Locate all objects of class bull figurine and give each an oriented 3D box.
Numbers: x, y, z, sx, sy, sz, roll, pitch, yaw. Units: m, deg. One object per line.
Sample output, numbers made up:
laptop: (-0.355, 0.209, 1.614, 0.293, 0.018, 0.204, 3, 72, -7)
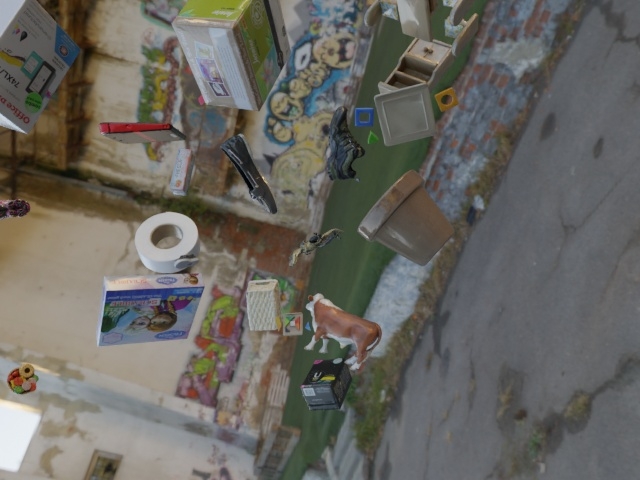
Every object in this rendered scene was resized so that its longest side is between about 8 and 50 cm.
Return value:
bull figurine: (0.054, 0.303, 1.851, 0.101, 0.310, 0.189, 21, -93, -58)

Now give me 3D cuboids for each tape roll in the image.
tape roll: (-0.700, 0.007, 2.530, 0.100, 0.286, 0.286, 94, -174, -53)

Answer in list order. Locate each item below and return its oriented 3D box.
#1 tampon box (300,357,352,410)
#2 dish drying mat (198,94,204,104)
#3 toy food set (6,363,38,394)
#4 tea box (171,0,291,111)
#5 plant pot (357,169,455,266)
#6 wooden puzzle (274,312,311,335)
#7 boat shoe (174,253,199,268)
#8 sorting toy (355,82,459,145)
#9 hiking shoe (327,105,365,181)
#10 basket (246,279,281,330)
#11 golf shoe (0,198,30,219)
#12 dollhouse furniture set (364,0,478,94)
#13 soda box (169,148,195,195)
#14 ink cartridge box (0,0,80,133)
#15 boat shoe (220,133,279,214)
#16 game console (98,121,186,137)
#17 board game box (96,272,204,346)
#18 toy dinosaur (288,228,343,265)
tampon box: (0.024, 0.502, 1.927, 0.102, 0.120, 0.161, 70, -154, -19)
dish drying mat: (-0.443, -0.556, 2.118, 0.083, 0.008, 0.032, -29, 78, 40)
toy food set: (-0.846, 0.397, 1.562, 0.020, 0.083, 0.083, -32, -6, 32)
tea box: (-0.275, -0.664, 1.816, 0.329, 0.219, 0.324, 74, -147, -55)
plant pot: (0.281, -0.050, 1.688, 0.263, 0.229, 0.263, -46, -10, -11)
wooden puzzle: (-0.091, 0.273, 1.792, 0.014, 0.116, 0.079, 46, -146, -68)
boat shoe: (-0.511, 0.075, 2.069, 0.049, 0.040, 0.142, -43, -11, 14)
sorting toy: (0.290, -0.427, 1.858, 0.047, 0.347, 0.196, -83, -22, -54)
hiking shoe: (0.083, -0.294, 1.683, 0.086, 0.114, 0.227, -66, -20, -73)
basket: (-0.206, 0.235, 1.983, 0.103, 0.113, 0.167, -76, -17, -78)
golf shoe: (-1.031, -0.095, 1.753, 0.086, 0.186, 0.068, 6, 99, 56)
dollhouse furniture set: (0.305, -0.674, 1.838, 0.257, 0.362, 0.394, -54, -28, -11)
soda box: (-0.554, -0.275, 2.207, 0.063, 0.058, 0.183, 78, -162, -70)
ink cartridge box: (-0.779, -0.439, 1.340, 0.270, 0.197, 0.198, -67, -20, -14)
boat shoe: (-0.271, -0.237, 2.088, 0.335, 0.095, 0.112, 64, 160, -11)
game console: (-0.859, -0.530, 2.684, 0.386, 0.341, 0.060, -126, 31, -86)
board game box: (-0.589, 0.240, 1.891, 0.318, 0.318, 0.066, -64, 38, 41)
toy dinosaur: (0.000, 0.000, 1.904, 0.064, 0.268, 0.118, 61, 150, 2)
